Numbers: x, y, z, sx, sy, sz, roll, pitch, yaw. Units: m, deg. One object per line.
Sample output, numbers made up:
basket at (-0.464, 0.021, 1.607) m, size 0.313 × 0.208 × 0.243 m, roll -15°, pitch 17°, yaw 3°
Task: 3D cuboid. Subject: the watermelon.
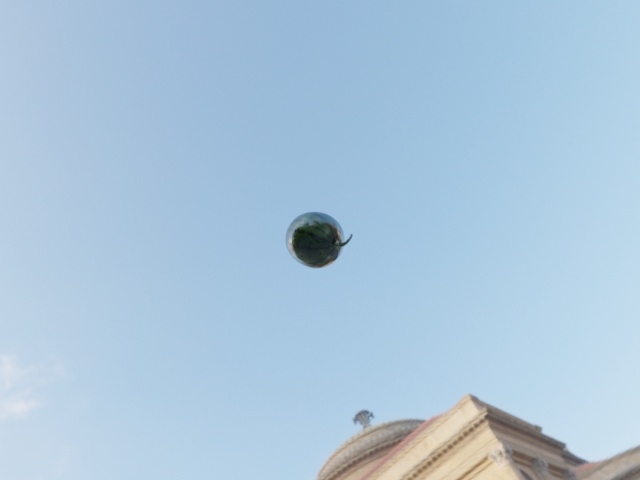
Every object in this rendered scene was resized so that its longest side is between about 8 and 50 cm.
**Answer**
watermelon at (-0.006, 0.001, 0.794) m, size 0.109 × 0.109 × 0.109 m, roll -10°, pitch -53°, yaw -14°
